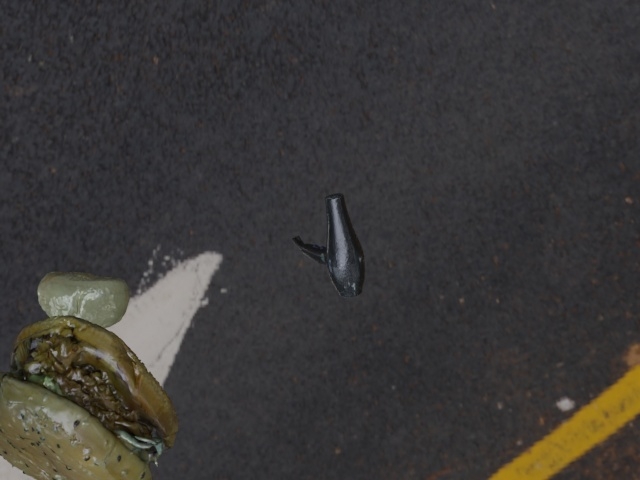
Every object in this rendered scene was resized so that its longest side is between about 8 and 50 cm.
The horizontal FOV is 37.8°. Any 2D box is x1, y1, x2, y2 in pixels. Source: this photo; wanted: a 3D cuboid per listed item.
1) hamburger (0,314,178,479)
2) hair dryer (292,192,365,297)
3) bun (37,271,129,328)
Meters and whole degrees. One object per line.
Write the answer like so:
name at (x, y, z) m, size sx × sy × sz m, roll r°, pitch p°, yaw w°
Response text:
hamburger at (-0.380, 0.267, 1.465) m, size 0.318 × 0.195 × 0.277 m, roll 31°, pitch 147°, yaw 2°
hair dryer at (0.000, 0.000, 1.788) m, size 0.075 × 0.219 × 0.196 m, roll -20°, pitch 108°, yaw -29°
bun at (-0.462, 0.118, 1.816) m, size 0.188 × 0.164 × 0.111 m, roll 6°, pitch 93°, yaw 10°
